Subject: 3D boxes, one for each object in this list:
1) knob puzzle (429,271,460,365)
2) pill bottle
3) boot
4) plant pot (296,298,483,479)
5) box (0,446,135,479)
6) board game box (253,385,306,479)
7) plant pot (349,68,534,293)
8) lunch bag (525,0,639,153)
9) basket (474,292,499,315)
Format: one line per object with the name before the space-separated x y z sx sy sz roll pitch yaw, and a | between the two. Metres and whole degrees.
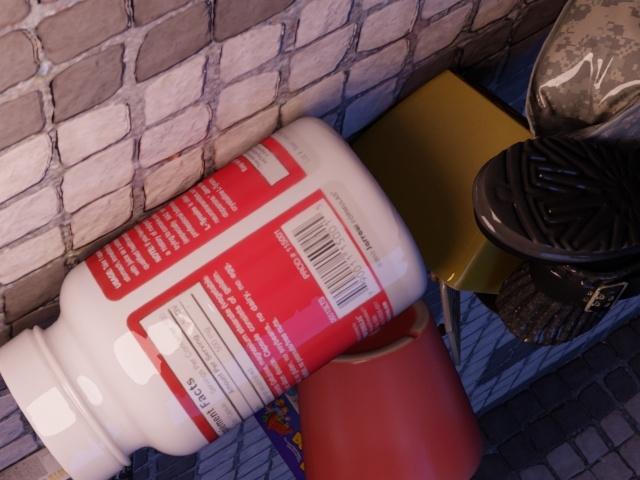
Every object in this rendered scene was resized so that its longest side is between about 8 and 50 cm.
knob puzzle | 0.176 0.057 2.112 0.030 0.213 0.213 -5 165 11
pill bottle | -0.114 0.070 1.493 0.408 0.229 0.229 -34 161 -6
boot | 0.251 0.013 1.583 0.348 0.131 0.260 2 151 -34
plant pot | 0.084 0.218 2.085 0.275 0.275 0.243 -27 120 -25
box | -0.360 0.332 1.961 0.231 0.056 0.183 -29 161 -22
board game box | 0.067 0.355 2.314 0.078 0.347 0.233 -47 159 29
plant pot | 0.167 -0.076 1.703 0.187 0.212 0.212 -55 157 13
lunch bag | 0.350 -0.183 1.622 0.287 0.169 0.235 -63 152 -2
basket | 0.335 -0.021 2.191 0.227 0.154 0.204 -32 134 -28
